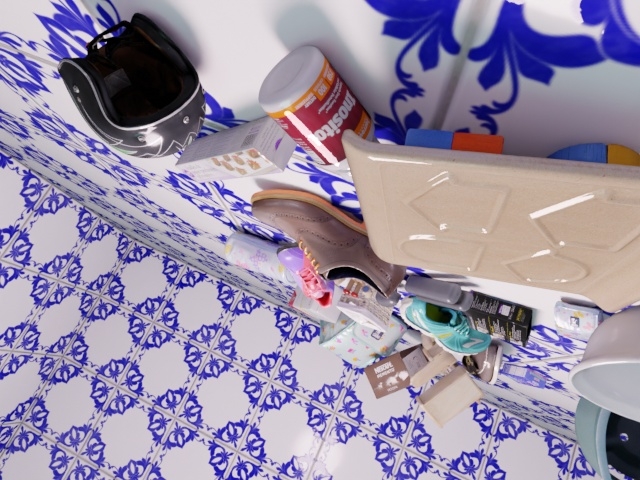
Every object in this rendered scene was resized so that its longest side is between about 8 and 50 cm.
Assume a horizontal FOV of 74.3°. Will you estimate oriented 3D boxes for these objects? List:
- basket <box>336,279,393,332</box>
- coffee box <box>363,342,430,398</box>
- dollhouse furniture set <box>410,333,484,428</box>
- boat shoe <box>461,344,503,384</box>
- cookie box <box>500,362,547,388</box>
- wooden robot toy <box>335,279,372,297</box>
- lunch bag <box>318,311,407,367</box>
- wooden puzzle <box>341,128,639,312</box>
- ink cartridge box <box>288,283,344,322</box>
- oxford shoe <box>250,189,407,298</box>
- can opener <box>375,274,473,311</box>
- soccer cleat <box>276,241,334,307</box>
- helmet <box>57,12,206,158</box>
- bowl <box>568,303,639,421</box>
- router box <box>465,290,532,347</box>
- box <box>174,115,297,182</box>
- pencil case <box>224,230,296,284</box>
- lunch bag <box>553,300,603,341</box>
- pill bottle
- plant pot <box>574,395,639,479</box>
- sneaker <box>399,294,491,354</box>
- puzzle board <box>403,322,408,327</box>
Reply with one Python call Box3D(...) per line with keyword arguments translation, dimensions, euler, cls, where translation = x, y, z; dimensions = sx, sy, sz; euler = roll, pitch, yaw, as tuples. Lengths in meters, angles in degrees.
Box3D(translation=(0.148, 0.207, 1.342), dimensions=(0.113, 0.103, 0.167), euler=(11, 159, 42), cls="basket")
Box3D(translation=(0.318, 0.471, 1.570), dimensions=(0.168, 0.119, 0.297), euler=(-35, 159, 30), cls="coffee box")
Box3D(translation=(0.360, 0.421, 1.419), dimensions=(0.303, 0.173, 0.355), euler=(51, -177, -16), cls="dollhouse furniture set")
Box3D(translation=(0.503, 0.377, 1.325), dimensions=(0.096, 0.117, 0.324), euler=(17, 168, 20), cls="boat shoe")
Box3D(translation=(0.685, 0.457, 1.425), dimensions=(0.091, 0.040, 0.107), euler=(31, 164, -16), cls="cookie box")
Box3D(translation=(0.102, 0.110, 1.177), dimensions=(0.173, 0.076, 0.079), euler=(16, 151, 29), cls="wooden robot toy")
Box3D(translation=(0.158, 0.332, 1.557), dimensions=(0.223, 0.160, 0.262), euler=(37, 125, -25), cls="lunch bag")
Box3D(translation=(0.214, -0.025, 0.497), dimensions=(0.347, 0.081, 0.322), euler=(14, 162, 17), cls="wooden puzzle")
Box3D(translation=(-0.008, 0.216, 1.565), dimensions=(0.127, 0.128, 0.176), euler=(33, 163, -25), cls="ink cartridge box")
Box3D(translation=(0.000, 0.000, 0.851), dimensions=(0.363, 0.133, 0.130), euler=(21, 164, 19), cls="oxford shoe")
Box3D(translation=(0.228, 0.135, 0.998), dimensions=(0.076, 0.095, 0.283), euler=(31, 170, -22), cls="can opener")
Box3D(translation=(-0.028, 0.100, 1.192), dimensions=(0.108, 0.117, 0.318), euler=(-15, 154, 13), cls="soccer cleat")
Box3D(translation=(-0.237, -0.190, 0.563), dimensions=(0.169, 0.169, 0.161), euler=(4, 137, 53), cls="helmet")
Box3D(translation=(0.489, 0.150, 0.535), dimensions=(0.297, 0.134, 0.298), euler=(18, 155, 9), cls="bowl")
Box3D(translation=(0.407, 0.182, 0.964), dimensions=(0.133, 0.046, 0.179), euler=(17, 162, 31), cls="router box")
Box3D(translation=(-0.161, -0.152, 0.745), dimensions=(0.063, 0.067, 0.324), euler=(37, 160, -34), cls="box")
Box3D(translation=(-0.177, 0.051, 1.327), dimensions=(0.273, 0.114, 0.124), euler=(15, 155, 33), cls="pencil case")
Box3D(translation=(0.459, 0.143, 0.752), dimensions=(0.071, 0.053, 0.083), euler=(10, 149, 41), cls="lunch bag")
Box3D(translation=(0.008, -0.137, 0.488), dimensions=(0.086, 0.086, 0.152), euler=(9, 158, 46), cls="pill bottle")
Box3D(translation=(0.632, 0.367, 0.747), dimensions=(0.341, 0.341, 0.334), euler=(20, 171, 21), cls="plant pot")
Box3D(translation=(0.336, 0.221, 1.097), dimensions=(0.275, 0.107, 0.110), euler=(26, 156, -14), cls="sneaker")
Box3D(translation=(0.286, 0.323, 1.670), dimensions=(0.096, 0.011, 0.128), euler=(27, 164, -1), cls="puzzle board")
